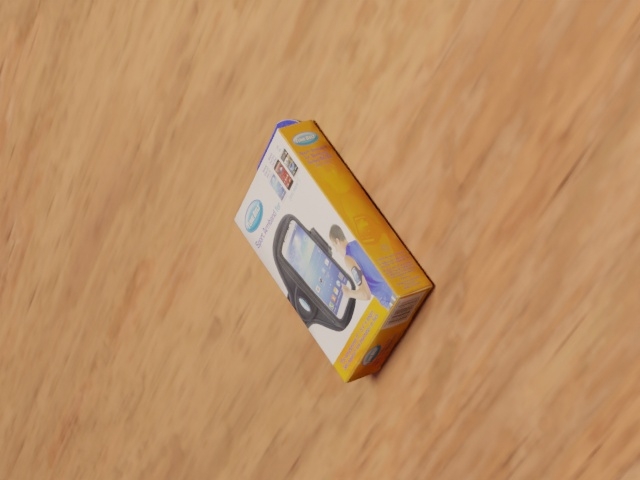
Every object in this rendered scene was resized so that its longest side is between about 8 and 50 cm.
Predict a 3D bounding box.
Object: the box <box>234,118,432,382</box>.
[{"bbox_3d":[0.000,0.000,0.964,0.136,0.028,0.081,53,141,22],"label":"box"}]
